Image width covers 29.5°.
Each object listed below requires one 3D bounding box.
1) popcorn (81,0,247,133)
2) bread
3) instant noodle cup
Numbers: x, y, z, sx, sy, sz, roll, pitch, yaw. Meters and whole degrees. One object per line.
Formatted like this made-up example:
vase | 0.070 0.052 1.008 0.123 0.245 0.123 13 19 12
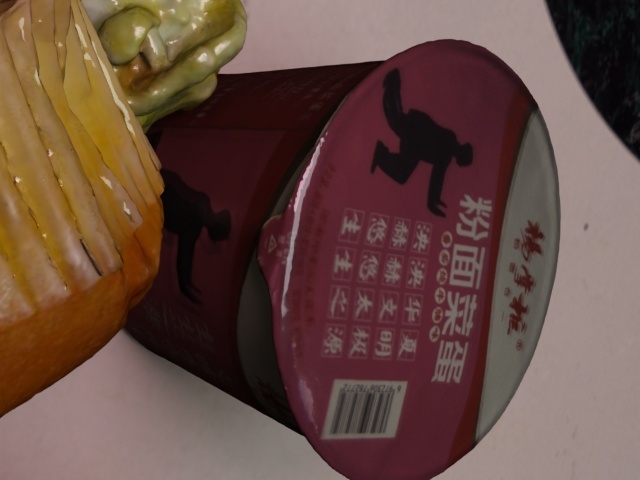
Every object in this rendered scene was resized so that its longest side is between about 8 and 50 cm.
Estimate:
popcorn | -0.113 -0.107 0.604 0.141 0.162 0.135 82 8 -50
bread | -0.197 0.009 0.458 0.288 0.204 0.156 -29 119 -16
instant noodle cup | 0.000 0.000 0.679 0.235 0.178 0.235 -14 110 -45
